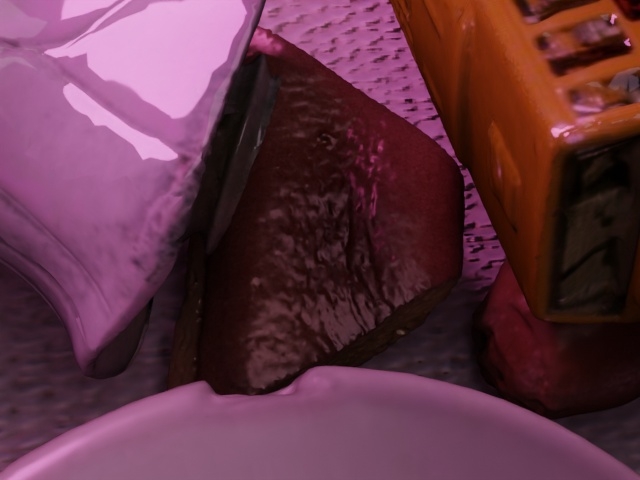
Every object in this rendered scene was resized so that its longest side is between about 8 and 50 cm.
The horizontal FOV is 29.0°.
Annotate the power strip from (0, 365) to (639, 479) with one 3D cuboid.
[{"bbox_3d":[-0.007,0.229,0.384,0.358,0.161,0.357,5,68,-12],"label":"power strip"}]

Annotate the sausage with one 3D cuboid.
[{"bbox_3d":[0.263,-0.008,0.585,0.419,0.094,0.094,-15,32,-19],"label":"sausage"}]

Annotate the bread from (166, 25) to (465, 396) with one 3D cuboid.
[{"bbox_3d":[0.000,0.000,0.529,0.119,0.067,0.192,7,66,0],"label":"bread"}]

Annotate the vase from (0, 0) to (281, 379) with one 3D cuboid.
[{"bbox_3d":[-0.235,-0.097,0.428,0.445,0.250,0.250,18,65,-8],"label":"vase"}]

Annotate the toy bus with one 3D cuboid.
[{"bbox_3d":[0.108,-0.076,0.496,0.123,0.121,0.335,-10,47,-6],"label":"toy bus"}]
